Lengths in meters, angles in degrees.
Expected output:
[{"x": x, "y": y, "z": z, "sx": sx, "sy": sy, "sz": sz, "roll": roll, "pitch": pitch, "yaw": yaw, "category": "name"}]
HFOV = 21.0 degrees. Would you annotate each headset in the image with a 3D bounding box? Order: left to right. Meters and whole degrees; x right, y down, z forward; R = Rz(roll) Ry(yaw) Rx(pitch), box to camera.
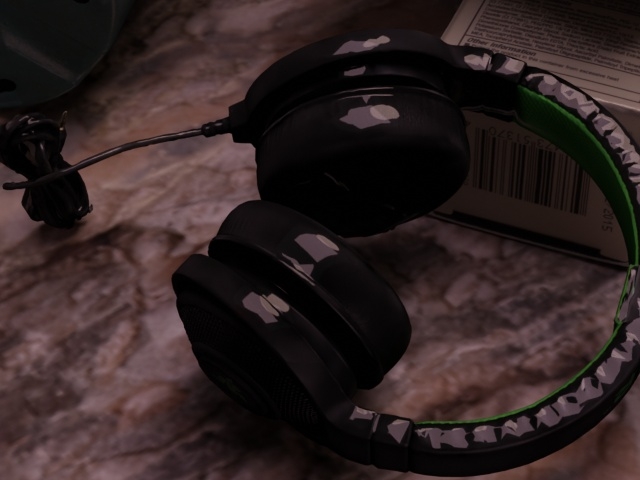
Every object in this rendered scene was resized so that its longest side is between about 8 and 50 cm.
[{"x": 0.000, "y": 0.000, "z": 0.998, "sx": 0.394, "sy": 0.185, "sz": 0.243, "roll": 16, "pitch": 67, "yaw": 8, "category": "headset"}]

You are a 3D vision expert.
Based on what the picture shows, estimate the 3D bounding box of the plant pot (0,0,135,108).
[{"x": -0.222, "y": -0.292, "z": 1.194, "sx": 0.341, "sy": 0.341, "sz": 0.334, "roll": 8, "pitch": 52, "yaw": 7, "category": "plant pot"}]

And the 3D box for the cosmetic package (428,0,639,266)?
[{"x": 0.184, "y": -0.135, "z": 1.159, "sx": 0.153, "sy": 0.129, "sz": 0.296, "roll": 16, "pitch": 45, "yaw": 18, "category": "cosmetic package"}]
